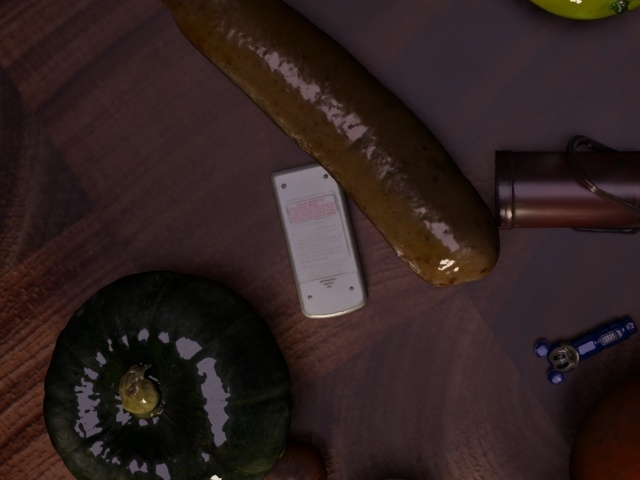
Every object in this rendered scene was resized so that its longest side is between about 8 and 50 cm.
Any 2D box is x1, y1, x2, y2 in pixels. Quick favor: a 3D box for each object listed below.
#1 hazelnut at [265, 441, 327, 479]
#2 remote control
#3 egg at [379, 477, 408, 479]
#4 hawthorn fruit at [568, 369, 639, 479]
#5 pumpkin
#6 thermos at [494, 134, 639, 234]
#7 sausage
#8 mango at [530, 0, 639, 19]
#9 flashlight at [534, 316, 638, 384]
[{"bbox_3d":[-0.031,0.291,1.385,0.086,0.086,0.086,1,96,8],"label":"hazelnut"},{"bbox_3d":[0.000,0.000,1.374,0.088,0.029,0.190,-13,93,9],"label":"remote control"},{"bbox_3d":[0.080,0.387,1.342,0.151,0.151,0.209,7,93,7],"label":"egg"},{"bbox_3d":[0.390,0.265,1.245,0.298,0.277,0.277,-23,92,29],"label":"hawthorn fruit"},{"bbox_3d":[-0.180,0.184,1.328,0.300,0.207,0.300,0,90,9],"label":"pumpkin"},{"bbox_3d":[0.318,-0.055,1.295,0.232,0.099,0.124,1,133,6],"label":"thermos"},{"bbox_3d":[0.019,-0.142,1.304,0.501,0.123,0.136,46,57,7],"label":"sausage"},{"bbox_3d":[0.266,-0.357,1.242,0.273,0.149,0.185,35,106,9],"label":"mango"},{"bbox_3d":[0.319,0.126,1.339,0.121,0.035,0.057,-26,91,10],"label":"flashlight"}]
